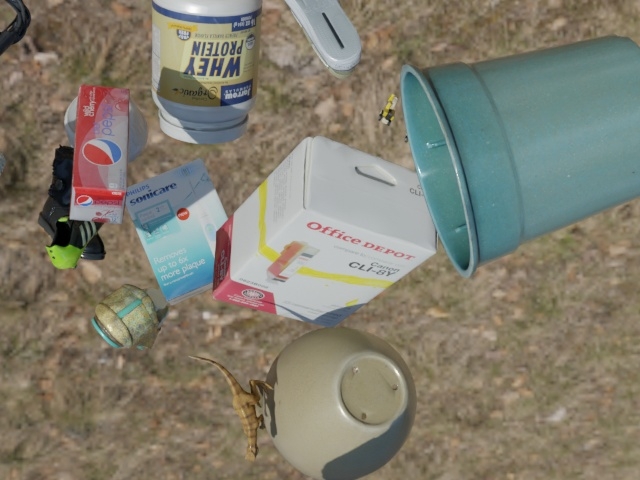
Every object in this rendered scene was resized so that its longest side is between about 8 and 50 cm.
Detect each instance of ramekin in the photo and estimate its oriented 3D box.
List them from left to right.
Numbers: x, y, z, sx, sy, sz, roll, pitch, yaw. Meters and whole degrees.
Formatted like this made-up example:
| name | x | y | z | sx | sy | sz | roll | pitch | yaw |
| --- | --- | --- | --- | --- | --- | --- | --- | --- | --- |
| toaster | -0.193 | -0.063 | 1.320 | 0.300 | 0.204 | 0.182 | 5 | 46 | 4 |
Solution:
| name | x | y | z | sx | sy | sz | roll | pitch | yaw |
| --- | --- | --- | --- | --- | --- | --- | --- | --- | --- |
| ramekin | -0.549 | -0.293 | 2.346 | 0.207 | 0.207 | 0.109 | -3 | 151 | 3 |

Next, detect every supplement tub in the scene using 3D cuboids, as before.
| name | x | y | z | sx | sy | sz | roll | pitch | yaw |
| --- | --- | --- | --- | --- | --- | --- | --- | --- | --- |
| supplement tub | -0.243 | -0.386 | 1.956 | 0.228 | 0.316 | 0.228 | 4 | -150 | -2 |

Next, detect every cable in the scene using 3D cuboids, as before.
| name | x | y | z | sx | sy | sz | roll | pitch | yaw |
| --- | --- | --- | --- | --- | --- | --- | --- | --- | --- |
| cable | -0.660 | -0.431 | 1.813 | 0.150 | 0.185 | 0.047 | 28 | 153 | 5 |

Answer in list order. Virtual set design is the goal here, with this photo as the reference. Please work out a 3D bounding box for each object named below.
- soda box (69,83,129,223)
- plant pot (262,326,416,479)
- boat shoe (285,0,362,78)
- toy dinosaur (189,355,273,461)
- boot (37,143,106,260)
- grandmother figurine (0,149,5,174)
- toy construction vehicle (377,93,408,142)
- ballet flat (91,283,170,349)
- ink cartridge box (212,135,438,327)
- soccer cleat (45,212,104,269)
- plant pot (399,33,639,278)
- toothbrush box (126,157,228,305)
| name | x | y | z | sx | sy | sz | roll | pitch | yaw |
| --- | --- | --- | --- | --- | --- | --- | --- | --- | --- |
| soda box | -0.378 | -0.153 | 1.593 | 0.092 | 0.263 | 0.083 | 4 | 138 | -16 |
| plant pot | 0.058 | 0.278 | 1.641 | 0.284 | 0.284 | 0.191 | 3 | 162 | -19 |
| boat shoe | -0.017 | -0.430 | 1.691 | 0.109 | 0.302 | 0.094 | -20 | 166 | -11 |
| toy dinosaur | -0.133 | 0.269 | 1.578 | 0.064 | 0.212 | 0.112 | -24 | 180 | 22 |
| boot | -0.561 | -0.091 | 2.139 | 0.094 | 0.207 | 0.246 | 0 | -153 | -47 |
| grandmother figurine | -0.849 | -0.132 | 1.999 | 0.342 | 0.208 | 0.104 | -15 | -177 | 0 |
| toy construction vehicle | 0.152 | -0.221 | 1.673 | 0.085 | 0.098 | 0.035 | 29 | 126 | -5 |
| ballet flat | -0.323 | 0.130 | 1.643 | 0.123 | 0.123 | 0.348 | 0 | 175 | -6 |
| ink cartridge box | 0.000 | 0.000 | 1.728 | 0.279 | 0.161 | 0.384 | 17 | 146 | -24 |
| soccer cleat | -0.435 | -0.027 | 1.651 | 0.060 | 0.179 | 0.072 | -2 | 134 | 18 |
| plant pot | 0.332 | -0.151 | 1.425 | 0.334 | 0.341 | 0.341 | -17 | 165 | -1 |
| toothbrush box | -0.329 | -0.020 | 2.252 | 0.216 | 0.296 | 0.126 | -22 | 172 | -9 |
